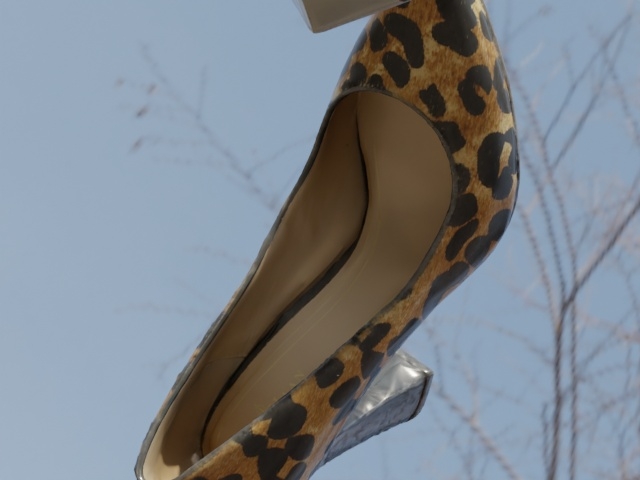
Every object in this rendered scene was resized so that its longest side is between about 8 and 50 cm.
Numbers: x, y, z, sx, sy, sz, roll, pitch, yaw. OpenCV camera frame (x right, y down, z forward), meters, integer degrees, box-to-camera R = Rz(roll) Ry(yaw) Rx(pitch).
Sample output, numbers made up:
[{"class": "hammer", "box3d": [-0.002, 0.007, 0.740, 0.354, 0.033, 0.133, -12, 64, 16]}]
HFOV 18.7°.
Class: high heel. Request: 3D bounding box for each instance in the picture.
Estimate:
[{"class": "high heel", "box3d": [0.000, 0.000, 0.858, 0.093, 0.186, 0.261, 25, -61, 32]}]

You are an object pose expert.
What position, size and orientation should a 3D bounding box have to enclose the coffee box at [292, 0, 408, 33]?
[{"class": "coffee box", "box3d": [0.104, -0.205, 0.664, 0.297, 0.119, 0.168, -20, -72, 0]}]
